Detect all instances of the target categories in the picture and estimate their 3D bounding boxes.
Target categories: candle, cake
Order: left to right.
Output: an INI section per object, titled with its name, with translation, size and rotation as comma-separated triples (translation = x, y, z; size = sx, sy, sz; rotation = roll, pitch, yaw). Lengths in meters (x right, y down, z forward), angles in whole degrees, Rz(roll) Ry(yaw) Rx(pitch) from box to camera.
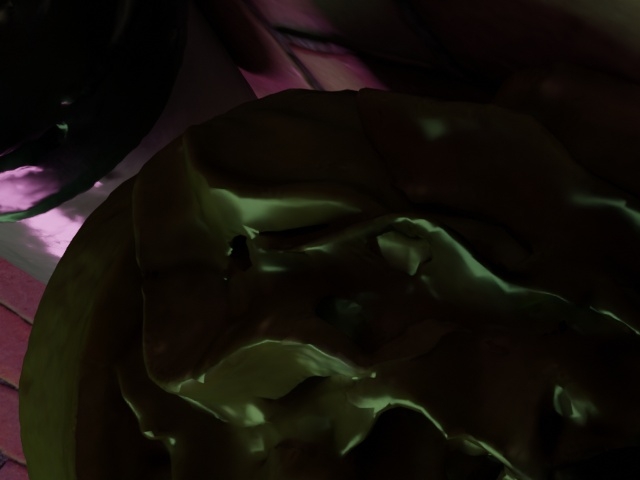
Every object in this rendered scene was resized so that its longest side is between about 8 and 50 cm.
[candle]
translation = -0.158, -0.080, 0.694
size = 0.221, 0.221, 0.342
rotation = 32, 169, 24
[cake]
translation = 0.045, 0.083, 0.493
size = 0.332, 0.332, 0.321
rotation = 40, 162, -19
